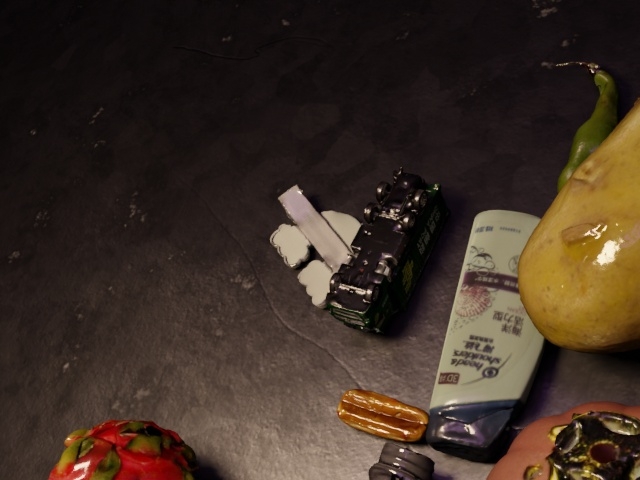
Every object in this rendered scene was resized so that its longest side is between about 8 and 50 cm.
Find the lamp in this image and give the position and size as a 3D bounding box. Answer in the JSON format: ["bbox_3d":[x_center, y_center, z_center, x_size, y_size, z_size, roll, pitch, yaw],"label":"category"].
[{"bbox_3d":[0.318,0.299,0.963,0.305,0.239,0.305,-15,35,11],"label":"lamp"}]

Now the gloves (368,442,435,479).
[{"bbox_3d":[0.079,0.385,1.105,0.142,0.119,0.285,7,45,30],"label":"gloves"}]

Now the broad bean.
[{"bbox_3d":[0.417,-0.165,1.388,0.098,0.056,0.318,-9,48,26],"label":"broad bean"}]

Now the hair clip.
[{"bbox_3d":[0.000,0.000,1.454,0.140,0.054,0.220,-33,53,-7],"label":"hair clip"}]

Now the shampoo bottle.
[{"bbox_3d":[0.245,0.126,1.237,0.134,0.078,0.359,7,59,20],"label":"shampoo bottle"}]

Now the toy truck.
[{"bbox_3d":[0.101,0.019,1.348,0.088,0.121,0.259,14,63,30],"label":"toy truck"}]

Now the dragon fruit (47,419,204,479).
[{"bbox_3d":[-0.262,0.385,1.183,0.231,0.237,0.303,-31,58,28],"label":"dragon fruit"}]

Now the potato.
[{"bbox_3d":[0.400,-0.030,1.179,0.296,0.290,0.397,-30,30,28],"label":"potato"}]

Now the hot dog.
[{"bbox_3d":[0.091,0.246,1.245,0.144,0.038,0.062,11,59,27],"label":"hot dog"}]
